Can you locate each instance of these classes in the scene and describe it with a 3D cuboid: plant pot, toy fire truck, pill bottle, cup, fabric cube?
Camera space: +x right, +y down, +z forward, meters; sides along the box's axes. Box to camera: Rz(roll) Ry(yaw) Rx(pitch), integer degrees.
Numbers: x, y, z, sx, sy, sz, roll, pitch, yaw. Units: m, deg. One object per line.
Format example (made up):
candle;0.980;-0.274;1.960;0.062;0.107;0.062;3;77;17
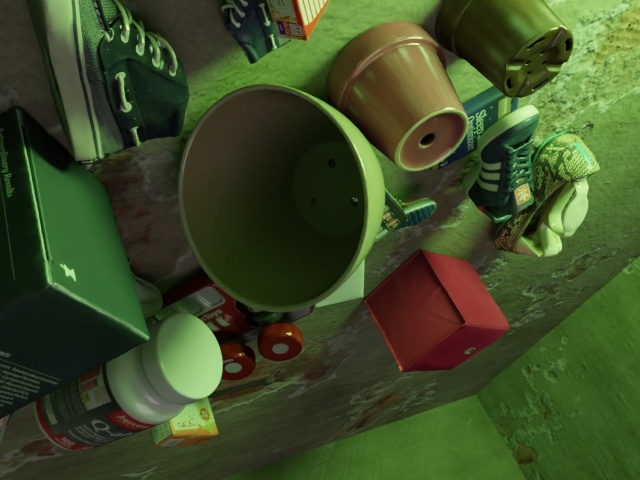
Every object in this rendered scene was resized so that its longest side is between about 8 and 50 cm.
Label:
plant pot;0.297;-0.325;0.866;0.167;0.165;0.167;-20;148;-13
toy fire truck;-0.183;0.155;1.207;0.302;0.169;0.254;-26;131;16
pill bottle;-0.394;0.288;1.124;0.362;0.210;0.210;-26;152;26
cup;-0.026;-0.075;0.889;0.331;0.331;0.237;-46;166;28
fabric cube;0.336;0.211;1.591;0.258;0.259;0.254;12;132;-46
plant pot;0.136;-0.218;0.886;0.201;0.180;0.201;-20;149;-13

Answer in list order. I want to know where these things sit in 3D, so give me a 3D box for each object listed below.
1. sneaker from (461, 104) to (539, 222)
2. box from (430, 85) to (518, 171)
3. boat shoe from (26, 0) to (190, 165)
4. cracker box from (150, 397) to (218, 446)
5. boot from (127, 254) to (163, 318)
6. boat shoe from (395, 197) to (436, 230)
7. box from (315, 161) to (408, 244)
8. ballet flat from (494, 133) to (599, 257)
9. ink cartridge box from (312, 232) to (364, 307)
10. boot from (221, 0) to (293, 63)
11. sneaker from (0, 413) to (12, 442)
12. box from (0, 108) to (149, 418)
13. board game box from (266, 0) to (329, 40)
sneaker;0.411;-0.147;1.174;0.131;0.148;0.350;-26;160;-4
box;0.319;-0.241;1.132;0.225;0.037;0.136;-30;149;1
boat shoe;-0.242;-0.239;0.643;0.158;0.127;0.340;-20;156;-25
cracker box;-0.353;0.378;1.333;0.067;0.232;0.155;-37;147;17
boot;-0.375;0.075;1.002;0.123;0.095;0.258;-36;147;27
boat shoe;0.169;-0.063;1.246;0.183;0.066;0.066;-22;147;1
box;0.015;-0.039;1.123;0.270;0.060;0.216;-35;134;12
ballet flat;0.597;-0.064;1.460;0.164;0.182;0.483;-19;148;-15
ink cartridge box;0.030;0.037;1.112;0.108;0.062;0.209;-11;133;-10
boot;-0.091;-0.305;0.688;0.086;0.069;0.190;-35;149;1
sneaker;-0.650;0.291;1.123;0.108;0.121;0.302;30;101;-30
box;-0.481;0.070;0.727;0.395;0.294;0.212;-28;149;1
board game box;-0.026;-0.352;0.614;0.193;0.045;0.147;67;43;-60
